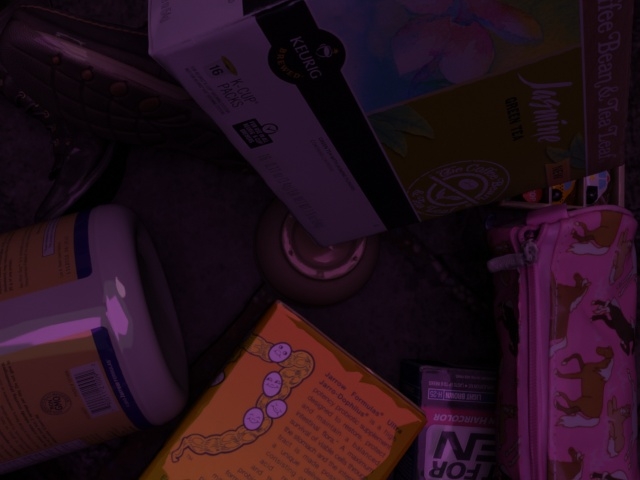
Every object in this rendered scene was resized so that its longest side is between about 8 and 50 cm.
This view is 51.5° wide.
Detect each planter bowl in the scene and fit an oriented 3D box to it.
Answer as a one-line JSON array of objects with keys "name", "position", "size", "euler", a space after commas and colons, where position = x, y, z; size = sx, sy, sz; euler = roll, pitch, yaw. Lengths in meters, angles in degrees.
[{"name": "planter bowl", "position": [0.000, 0.000, 0.791], "size": [0.162, 0.109, 0.162], "euler": [1, 84, -6]}]

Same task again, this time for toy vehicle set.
[{"name": "toy vehicle set", "position": [0.311, -0.167, 0.872], "size": [0.165, 0.035, 0.267], "euler": [3, 84, -5]}]

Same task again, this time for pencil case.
[{"name": "pencil case", "position": [0.241, 0.159, 0.669], "size": [0.167, 0.160, 0.386], "euler": [2, 84, -9]}]

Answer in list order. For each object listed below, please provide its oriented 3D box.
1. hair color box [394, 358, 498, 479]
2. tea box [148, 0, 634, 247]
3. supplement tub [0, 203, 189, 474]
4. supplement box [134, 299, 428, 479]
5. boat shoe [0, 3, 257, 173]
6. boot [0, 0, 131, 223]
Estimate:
[{"name": "hair color box", "position": [0.177, 0.322, 0.778], "size": [0.173, 0.105, 0.347], "euler": [5, 85, -5]}, {"name": "tea box", "position": [0.077, -0.188, 0.585], "size": [0.323, 0.329, 0.220], "euler": [-16, 60, 16]}, {"name": "supplement tub", "position": [-0.324, 0.114, 0.684], "size": [0.331, 0.241, 0.241], "euler": [-16, 86, -6]}, {"name": "supplement box", "position": [-0.082, 0.261, 0.716], "size": [0.195, 0.194, 0.356], "euler": [38, 82, -1]}, {"name": "boat shoe", "position": [-0.168, -0.177, 0.734], "size": [0.355, 0.132, 0.130], "euler": [17, 65, -44]}, {"name": "boot", "position": [-0.330, -0.154, 0.792], "size": [0.229, 0.091, 0.263], "euler": [30, 72, -1]}]
